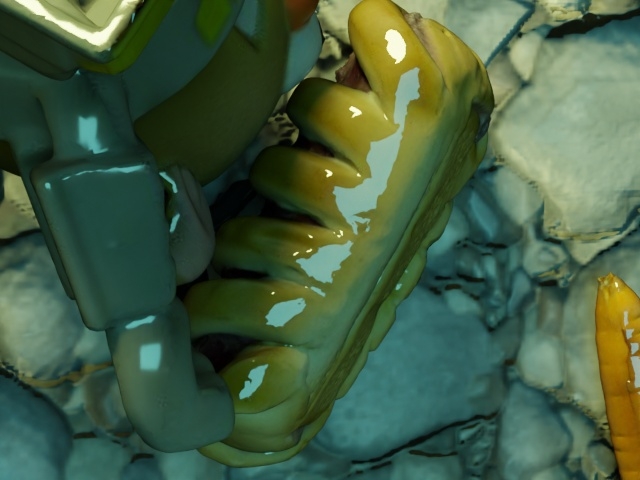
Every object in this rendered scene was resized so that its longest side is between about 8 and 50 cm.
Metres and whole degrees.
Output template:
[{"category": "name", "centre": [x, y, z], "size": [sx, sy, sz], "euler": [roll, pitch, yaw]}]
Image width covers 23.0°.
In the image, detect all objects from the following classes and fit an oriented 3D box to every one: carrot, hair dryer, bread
[{"category": "carrot", "centre": [0.193, 0.146, 0.822], "size": [0.066, 0.062, 0.271], "euler": [-28, 103, 22]}, {"category": "hair dryer", "centre": [-0.060, -0.022, 0.741], "size": [0.083, 0.031, 0.079], "euler": [-36, 97, -24]}, {"category": "bread", "centre": [0.000, 0.000, 0.709], "size": [0.081, 0.134, 0.225], "euler": [30, 87, 15]}]

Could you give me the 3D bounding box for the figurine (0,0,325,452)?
[{"category": "figurine", "centre": [-0.087, -0.104, 0.592], "size": [0.167, 0.285, 0.342], "euler": [8, 69, 6]}]
